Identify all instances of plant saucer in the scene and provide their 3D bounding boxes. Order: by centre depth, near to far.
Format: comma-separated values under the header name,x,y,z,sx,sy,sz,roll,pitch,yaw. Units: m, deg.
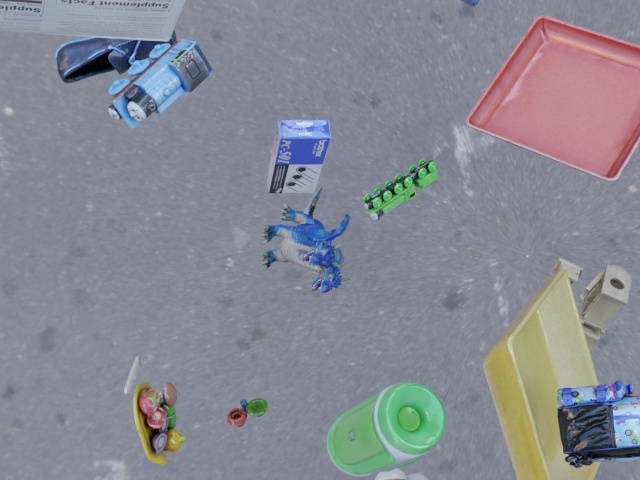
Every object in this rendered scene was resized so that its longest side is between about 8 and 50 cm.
name,x,y,z,sx,sy,sz,roll,pitch,yaw
plant saucer,0.409,-0.226,1.386,0.259,0.047,0.258,26,70,27
plant saucer,0.370,0.254,1.415,0.081,0.333,0.332,-13,101,33

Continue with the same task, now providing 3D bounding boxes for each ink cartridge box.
name,x,y,z,sx,sy,sz,roll,pitch,yaw
ink cartridge box,-0.045,-0.161,1.677,0.097,0.207,0.046,-1,63,-11

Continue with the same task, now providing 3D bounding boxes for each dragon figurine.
name,x,y,z,sx,sy,sz,roll,pitch,yaw
dragon figurine,0.000,0.000,1.328,0.144,0.289,0.085,10,111,15

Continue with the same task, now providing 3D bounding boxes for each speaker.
name,x,y,z,sx,sy,sz,roll,pitch,yaw
speaker,0.108,0.340,1.518,0.131,0.296,0.131,8,65,-17

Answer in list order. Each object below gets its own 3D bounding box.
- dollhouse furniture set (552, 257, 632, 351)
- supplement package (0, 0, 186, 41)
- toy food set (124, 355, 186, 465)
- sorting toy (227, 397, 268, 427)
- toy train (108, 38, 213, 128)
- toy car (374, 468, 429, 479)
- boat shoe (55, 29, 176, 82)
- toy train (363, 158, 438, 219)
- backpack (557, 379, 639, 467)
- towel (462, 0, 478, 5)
name,x,y,z,sx,sy,sz,roll,pitch,yaw
dollhouse furniture set,0.557,0.125,1.869,0.161,0.101,0.181,25,135,6
supplement package,-0.210,-0.305,0.651,0.204,0.145,0.261,-2,74,-24
toy food set,-0.320,0.348,1.726,0.071,0.128,0.217,-11,110,8
sorting toy,-0.172,0.410,2.029,0.102,0.042,0.061,-19,41,-9
toy train,-0.273,-0.265,1.441,0.105,0.080,0.184,19,59,45
toy car,0.205,0.564,1.830,0.136,0.182,0.159,-35,45,37
boat shoe,-0.420,-0.380,1.791,0.258,0.109,0.089,-16,64,11
toy train,0.070,-0.044,0.738,0.017,0.083,0.023,24,139,47
backpack,0.447,0.268,1.266,0.173,0.158,0.116,-12,73,22
towel,0.293,-0.554,1.875,0.119,0.067,0.029,29,102,-13
